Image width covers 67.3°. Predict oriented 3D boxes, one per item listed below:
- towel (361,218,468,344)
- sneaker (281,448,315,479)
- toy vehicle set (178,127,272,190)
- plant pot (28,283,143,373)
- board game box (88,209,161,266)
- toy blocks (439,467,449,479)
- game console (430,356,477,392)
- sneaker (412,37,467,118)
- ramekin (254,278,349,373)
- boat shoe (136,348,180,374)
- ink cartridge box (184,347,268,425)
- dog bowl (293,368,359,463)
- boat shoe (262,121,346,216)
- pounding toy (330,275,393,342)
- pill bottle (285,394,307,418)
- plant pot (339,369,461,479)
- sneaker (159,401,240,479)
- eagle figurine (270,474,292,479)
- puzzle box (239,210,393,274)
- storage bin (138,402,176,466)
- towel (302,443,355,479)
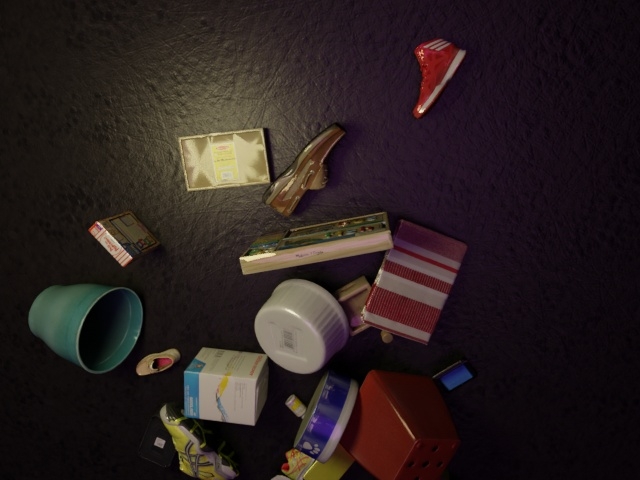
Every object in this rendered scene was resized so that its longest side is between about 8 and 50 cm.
[{"bbox_3d":[0.279,0.125,1.431,0.237,0.037,0.329,21,93,-13],"label":"towel"},{"bbox_3d":[-0.070,0.737,1.641,0.094,0.081,0.208,27,105,2],"label":"sneaker"},{"bbox_3d":[-0.288,-0.245,1.465,0.267,0.035,0.165,-4,102,7],"label":"toy vehicle set"},{"bbox_3d":[-0.760,0.256,1.528,0.255,0.272,0.271,11,104,18],"label":"plant pot"},{"bbox_3d":[-0.591,-0.011,1.472,0.045,0.193,0.146,-40,95,14],"label":"board game box"},{"bbox_3d":[0.316,0.887,1.598,0.381,0.190,0.261,30,115,-1],"label":"toy blocks"},{"bbox_3d":[0.425,0.430,1.521,0.122,0.107,0.071,-36,68,12],"label":"game console"},{"bbox_3d":[0.295,-0.457,1.337,0.128,0.087,0.221,35,92,7],"label":"sneaker"},{"bbox_3d":[-0.064,0.267,1.448,0.277,0.135,0.277,15,124,24],"label":"ramekin"},{"bbox_3d":[-0.561,0.419,1.634,0.170,0.059,0.063,-26,99,11],"label":"boat shoe"},{"bbox_3d":[-0.299,0.469,1.558,0.233,0.171,0.168,5,103,6],"label":"ink cartridge box"},{"bbox_3d":[0.018,0.538,1.490,0.104,0.265,0.264,26,104,2],"label":"dog bowl"},{"bbox_3d":[-0.032,-0.201,1.412,0.120,0.122,0.324,42,112,-9],"label":"boat shoe"},{"bbox_3d":[0.157,0.219,1.494,0.181,0.094,0.206,-29,104,2],"label":"pounding toy"},{"bbox_3d":[-0.076,0.563,1.620,0.043,0.043,0.083,-41,96,13],"label":"pill bottle"},{"bbox_3d":[0.250,0.578,1.434,0.267,0.236,0.267,16,107,-31],"label":"plant pot"},{"bbox_3d":[-0.418,0.691,1.583,0.147,0.145,0.384,-32,114,-3],"label":"sneaker"},{"bbox_3d":[-0.098,0.958,1.645,0.226,0.298,0.225,31,75,27],"label":"eagle figurine"},{"bbox_3d":[0.000,0.000,1.368,0.409,0.272,0.052,-10,102,8],"label":"puzzle box"},{"bbox_3d":[-0.542,0.680,1.680,0.122,0.084,0.180,24,103,0],"label":"storage bin"},{"bbox_3d":[0.054,0.724,1.602,0.102,0.021,0.237,44,76,-1],"label":"towel"}]
